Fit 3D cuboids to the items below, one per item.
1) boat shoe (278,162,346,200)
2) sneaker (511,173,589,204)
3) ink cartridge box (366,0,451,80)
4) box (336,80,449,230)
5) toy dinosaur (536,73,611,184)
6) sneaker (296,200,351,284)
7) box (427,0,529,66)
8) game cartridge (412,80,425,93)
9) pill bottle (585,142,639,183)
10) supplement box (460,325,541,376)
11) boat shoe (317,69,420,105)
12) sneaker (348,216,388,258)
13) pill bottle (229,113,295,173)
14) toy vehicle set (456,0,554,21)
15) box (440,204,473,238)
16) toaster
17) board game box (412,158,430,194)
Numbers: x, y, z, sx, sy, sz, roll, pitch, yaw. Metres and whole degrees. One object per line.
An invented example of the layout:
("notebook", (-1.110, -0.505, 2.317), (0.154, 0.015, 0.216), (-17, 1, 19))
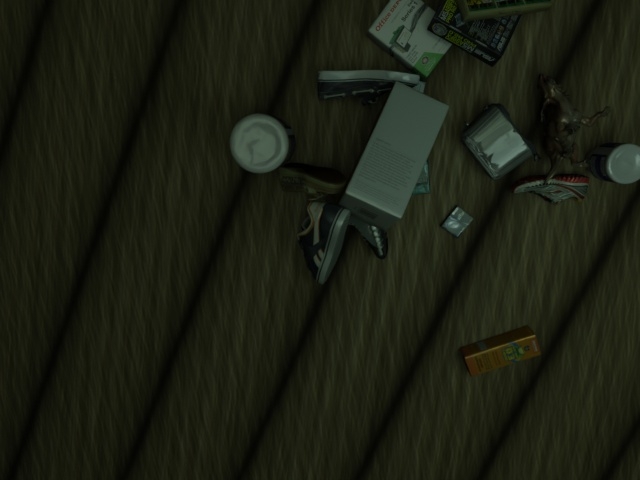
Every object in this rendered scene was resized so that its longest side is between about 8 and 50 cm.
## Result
("boat shoe", (-0.024, -0.169, 1.667), (0.104, 0.285, 0.089), (-13, 112, -32))
("sneaker", (0.691, -0.149, 1.699), (0.225, 0.088, 0.093), (0, 104, 4))
("ink cartridge box", (0.264, -0.597, 1.634), (0.219, 0.092, 0.160), (36, 100, -4))
("box", (0.197, -0.229, 1.595), (0.168, 0.215, 0.345), (25, 80, -1))
("toy dinosaur", (0.688, -0.317, 1.633), (0.127, 0.200, 0.296), (-5, 117, -24))
("sneaker", (0.000, 0.000, 1.705), (0.127, 0.126, 0.321), (24, 138, 10))
("box", (0.449, -0.649, 1.574), (0.216, 0.060, 0.270), (28, 74, -2))
("game cartridge", (0.270, -0.457, 1.700), (0.083, 0.017, 0.056), (13, 98, 1))
("pill bottle", (0.839, -0.224, 1.625), (0.112, 0.187, 0.112), (1, 101, 3))
("supplement box", (0.574, 0.353, 1.808), (0.233, 0.080, 0.078), (-21, 101, 5))
("boat shoe", (0.138, -0.447, 1.663), (0.301, 0.108, 0.102), (2, 104, 8))
("sneaker", (0.126, -0.044, 1.765), (0.132, 0.086, 0.229), (-10, 106, 23))
("pill bottle", (-0.156, -0.280, 1.624), (0.162, 0.278, 0.162), (1, 100, 3))
("toy vehicle set", (0.489, -0.692, 1.540), (0.266, 0.035, 0.166), (-13, 79, -13))
("box", (0.425, -0.058, 1.766), (0.067, 0.018, 0.083), (37, 101, -4))
("toaster", (0.520, -0.281, 1.665), (0.146, 0.129, 0.227), (-39, 99, 13))
("board game box", (0.241, -0.198, 1.746), (0.186, 0.026, 0.126), (-5, 101, 4))
